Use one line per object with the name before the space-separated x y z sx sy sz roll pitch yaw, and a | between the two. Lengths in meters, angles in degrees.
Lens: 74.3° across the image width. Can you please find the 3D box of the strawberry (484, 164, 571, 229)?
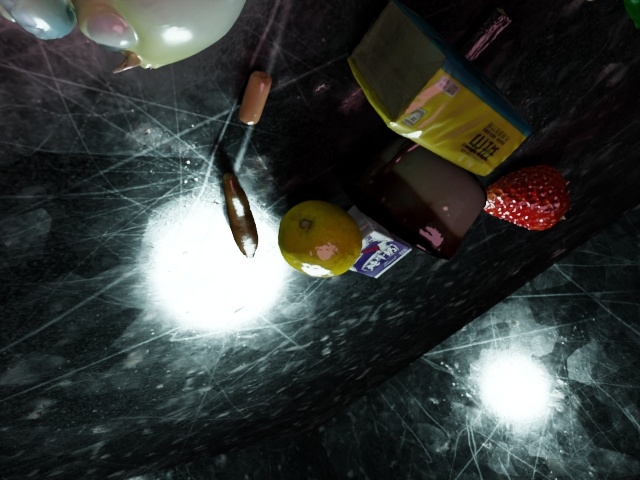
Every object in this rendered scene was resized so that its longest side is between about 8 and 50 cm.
strawberry | 0.601 -0.130 1.269 0.245 0.205 0.205 -2 145 -5

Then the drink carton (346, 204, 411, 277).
drink carton | 0.120 0.005 1.097 0.134 0.101 0.222 -40 147 21

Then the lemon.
lemon | 0.000 0.000 0.914 0.170 0.170 0.207 -37 147 11

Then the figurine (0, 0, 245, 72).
figurine | -0.260 -0.260 0.336 0.394 0.226 0.274 -16 118 -3

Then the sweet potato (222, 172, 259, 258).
sweet potato | -0.155 -0.041 0.828 0.057 0.057 0.264 -23 145 -13

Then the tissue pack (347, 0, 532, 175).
tissue pack | 0.192 -0.231 0.684 0.271 0.192 0.134 15 132 -39

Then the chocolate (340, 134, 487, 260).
chocolate | 0.206 -0.108 0.876 0.284 0.283 0.186 13 113 -50

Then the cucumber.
cucumber | 0.269 -0.344 0.770 0.163 0.043 0.039 -43 -171 33

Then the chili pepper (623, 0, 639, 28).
chili pepper | 0.646 -0.492 0.758 0.165 0.173 0.261 -17 159 29

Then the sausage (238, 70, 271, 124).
sausage | -0.099 -0.215 0.639 0.034 0.034 0.083 -5 140 -36
